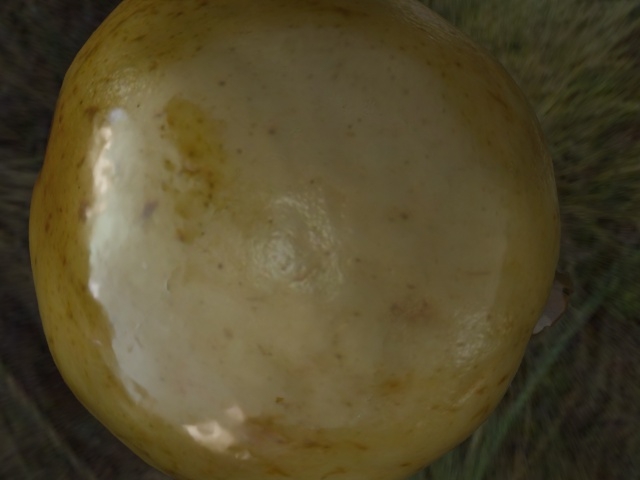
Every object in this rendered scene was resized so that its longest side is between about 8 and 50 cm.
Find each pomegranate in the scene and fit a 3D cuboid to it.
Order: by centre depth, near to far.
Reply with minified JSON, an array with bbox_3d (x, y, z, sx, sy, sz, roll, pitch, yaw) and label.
[{"bbox_3d":[0.000,0.000,0.641,0.196,0.196,0.196,0,91,5],"label":"pomegranate"}]
